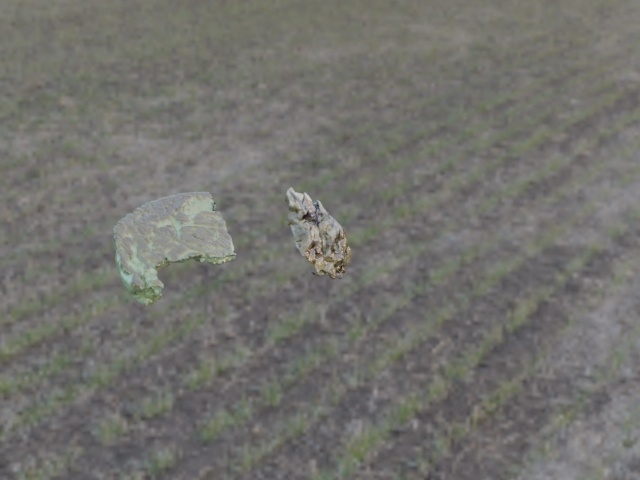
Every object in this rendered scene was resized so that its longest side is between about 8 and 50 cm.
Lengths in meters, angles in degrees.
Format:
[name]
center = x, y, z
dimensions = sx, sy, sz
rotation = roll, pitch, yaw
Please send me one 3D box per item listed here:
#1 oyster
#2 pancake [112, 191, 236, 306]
[oyster]
center = 0.003, -0.003, 1.400
dimensions = 0.051, 0.103, 0.148
rotation = -25, -19, 5
[pancake]
center = -0.233, 0.006, 2.022
dimensions = 0.197, 0.054, 0.376
rotation = 19, 29, 12
